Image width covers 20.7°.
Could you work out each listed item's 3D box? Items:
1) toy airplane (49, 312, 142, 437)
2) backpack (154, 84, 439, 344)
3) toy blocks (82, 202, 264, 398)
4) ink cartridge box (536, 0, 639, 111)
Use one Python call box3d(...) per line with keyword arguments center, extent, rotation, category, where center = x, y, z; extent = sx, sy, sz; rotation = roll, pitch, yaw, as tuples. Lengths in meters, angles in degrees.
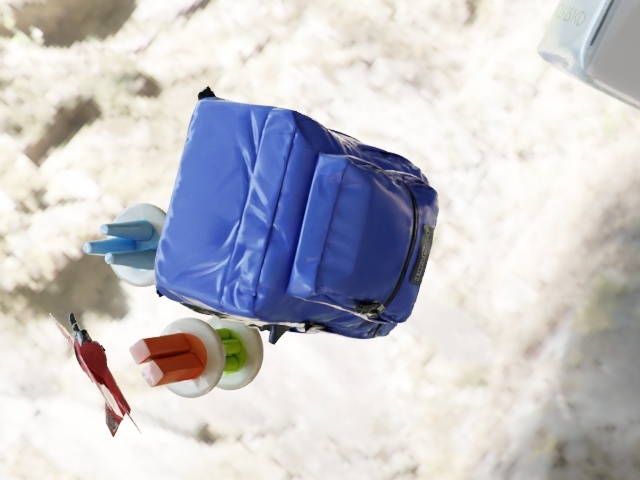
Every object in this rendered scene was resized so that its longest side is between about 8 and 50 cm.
box3d(center=(-0.198, 0.127, 1.594), extent=(0.028, 0.151, 0.151), rotation=(-29, -35, -13), category="toy airplane")
box3d(center=(0.000, 0.000, 0.762), extent=(0.120, 0.101, 0.098), rotation=(19, -90, -59), category="backpack")
box3d(center=(-0.095, 0.039, 1.100), extent=(0.148, 0.054, 0.123), rotation=(2, -93, -61), category="toy blocks")
box3d(center=(0.270, -0.121, 0.648), extent=(0.296, 0.066, 0.261), rotation=(24, -80, -14), category="ink cartridge box")
